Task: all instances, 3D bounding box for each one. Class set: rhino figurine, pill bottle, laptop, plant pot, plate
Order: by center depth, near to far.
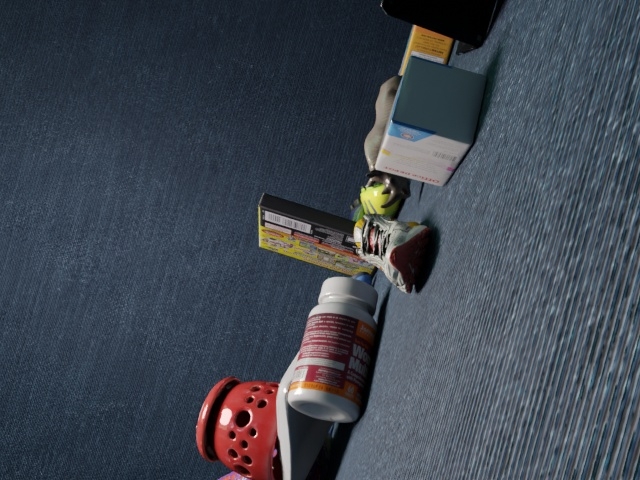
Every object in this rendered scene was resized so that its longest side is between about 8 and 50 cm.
[{"bbox_3d":[0.168,-0.374,0.821,0.264,0.137,0.234,-73,-2,-76],"label":"laptop"},{"bbox_3d":[0.128,-0.163,1.061,0.073,0.106,0.243,101,-175,-76],"label":"rhino figurine"},{"bbox_3d":[0.028,0.180,1.084,0.121,0.121,0.221,104,-179,-61],"label":"pill bottle"},{"bbox_3d":[-0.021,0.299,1.235,0.277,0.045,0.278,-50,-34,-54],"label":"plate"},{"bbox_3d":[-0.134,0.367,1.276,0.191,0.174,0.191,9,-90,-69],"label":"plant pot"}]

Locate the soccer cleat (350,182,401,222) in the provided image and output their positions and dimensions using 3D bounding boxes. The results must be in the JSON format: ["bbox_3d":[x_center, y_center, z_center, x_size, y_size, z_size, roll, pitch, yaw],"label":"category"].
[{"bbox_3d":[0.126,-0.052,1.359,0.289,0.093,0.121,122,133,-77],"label":"soccer cleat"}]

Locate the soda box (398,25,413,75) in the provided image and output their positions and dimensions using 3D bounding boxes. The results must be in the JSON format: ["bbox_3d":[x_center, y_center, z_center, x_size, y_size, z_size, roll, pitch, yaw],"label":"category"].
[{"bbox_3d":[0.198,-0.344,1.337,0.067,0.071,0.210,-75,-1,-52],"label":"soda box"}]

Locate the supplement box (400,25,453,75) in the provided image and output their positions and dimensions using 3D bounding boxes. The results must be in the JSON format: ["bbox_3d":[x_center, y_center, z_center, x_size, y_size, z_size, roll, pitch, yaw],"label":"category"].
[{"bbox_3d":[0.179,-0.285,1.190,0.078,0.080,0.233,-67,-9,-69],"label":"supplement box"}]

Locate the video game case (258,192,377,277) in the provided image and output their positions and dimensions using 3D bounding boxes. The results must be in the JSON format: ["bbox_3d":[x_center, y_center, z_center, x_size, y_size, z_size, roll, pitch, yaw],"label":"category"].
[{"bbox_3d":[0.000,0.000,1.397,0.248,0.275,0.035,104,-176,-69],"label":"video game case"}]

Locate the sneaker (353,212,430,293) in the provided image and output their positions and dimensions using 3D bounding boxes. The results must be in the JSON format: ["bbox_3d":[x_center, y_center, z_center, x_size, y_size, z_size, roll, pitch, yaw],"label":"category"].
[{"bbox_3d":[0.086,0.011,0.853,0.225,0.093,0.088,-75,0,-86],"label":"sneaker"}]

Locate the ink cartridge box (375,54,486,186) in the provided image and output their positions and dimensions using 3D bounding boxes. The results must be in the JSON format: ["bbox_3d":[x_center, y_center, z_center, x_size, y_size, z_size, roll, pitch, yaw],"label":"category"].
[{"bbox_3d":[0.125,-0.133,0.769,0.143,0.092,0.090,105,180,-73],"label":"ink cartridge box"}]

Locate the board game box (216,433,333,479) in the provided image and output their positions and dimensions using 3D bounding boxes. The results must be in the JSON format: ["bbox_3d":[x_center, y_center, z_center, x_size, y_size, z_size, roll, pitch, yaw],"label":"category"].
[{"bbox_3d":[-0.134,0.533,1.344,0.347,0.056,0.208,-33,11,17],"label":"board game box"}]

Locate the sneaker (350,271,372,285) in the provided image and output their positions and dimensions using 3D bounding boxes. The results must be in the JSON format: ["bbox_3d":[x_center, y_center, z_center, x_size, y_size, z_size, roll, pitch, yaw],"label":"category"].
[{"bbox_3d":[0.073,0.169,1.439,0.082,0.069,0.209,53,126,48],"label":"sneaker"}]

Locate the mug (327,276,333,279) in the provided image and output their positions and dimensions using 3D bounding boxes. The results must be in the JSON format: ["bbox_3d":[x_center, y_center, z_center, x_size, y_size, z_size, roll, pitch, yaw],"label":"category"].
[{"bbox_3d":[0.047,0.175,1.589,0.129,0.097,0.157,105,180,-66],"label":"mug"}]

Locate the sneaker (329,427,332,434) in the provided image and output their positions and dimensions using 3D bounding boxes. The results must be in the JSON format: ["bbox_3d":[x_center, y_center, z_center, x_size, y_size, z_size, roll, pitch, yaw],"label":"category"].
[{"bbox_3d":[-0.016,0.417,1.563,0.232,0.090,0.081,100,-175,-88],"label":"sneaker"}]
